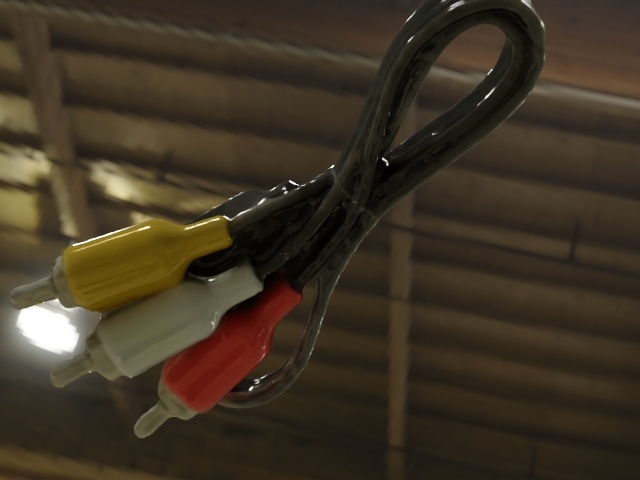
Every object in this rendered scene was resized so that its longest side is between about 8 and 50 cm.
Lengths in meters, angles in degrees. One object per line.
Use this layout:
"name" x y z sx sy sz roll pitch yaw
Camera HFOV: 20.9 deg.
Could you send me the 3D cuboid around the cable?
"cable" 0.000 0.000 0.824 0.287 0.072 0.139 -31 -62 19
